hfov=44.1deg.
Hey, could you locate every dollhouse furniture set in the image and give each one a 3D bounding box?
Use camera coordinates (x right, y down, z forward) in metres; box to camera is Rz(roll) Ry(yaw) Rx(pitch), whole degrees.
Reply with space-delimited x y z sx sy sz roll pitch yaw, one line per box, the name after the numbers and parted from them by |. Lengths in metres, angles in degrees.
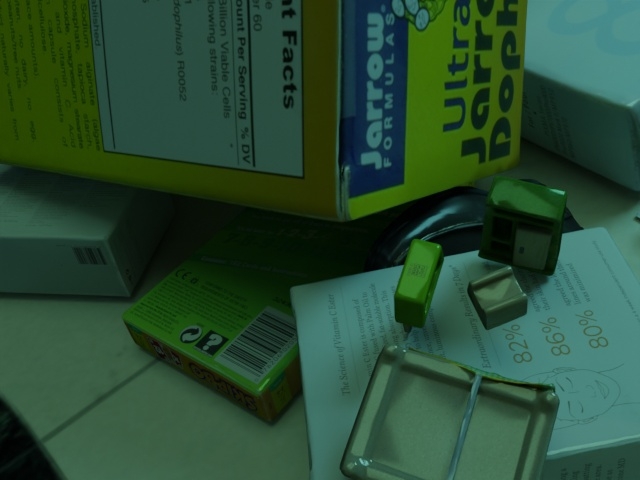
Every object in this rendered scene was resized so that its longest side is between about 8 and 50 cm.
0.066 0.050 0.341 0.076 0.059 0.152 14 66 17 | dollhouse furniture set

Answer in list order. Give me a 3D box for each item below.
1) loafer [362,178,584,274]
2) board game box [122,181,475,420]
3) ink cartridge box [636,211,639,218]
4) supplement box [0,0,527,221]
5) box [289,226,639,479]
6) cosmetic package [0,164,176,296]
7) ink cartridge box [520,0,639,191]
0.100 0.004 0.469 0.170 0.062 0.061 -17 44 -35 | loafer
0.000 0.000 0.547 0.124 0.039 0.259 21 53 34 | board game box
0.250 -0.015 0.503 0.048 0.028 0.083 -26 42 -17 | ink cartridge box
-0.067 -0.145 0.518 0.356 0.194 0.195 12 20 38 | supplement box
0.079 0.081 0.391 0.170 0.091 0.130 -11 41 2 | box
-0.241 -0.012 0.602 0.238 0.061 0.099 1 42 16 | cosmetic package
0.210 -0.236 0.665 0.308 0.091 0.385 -41 47 -11 | ink cartridge box
